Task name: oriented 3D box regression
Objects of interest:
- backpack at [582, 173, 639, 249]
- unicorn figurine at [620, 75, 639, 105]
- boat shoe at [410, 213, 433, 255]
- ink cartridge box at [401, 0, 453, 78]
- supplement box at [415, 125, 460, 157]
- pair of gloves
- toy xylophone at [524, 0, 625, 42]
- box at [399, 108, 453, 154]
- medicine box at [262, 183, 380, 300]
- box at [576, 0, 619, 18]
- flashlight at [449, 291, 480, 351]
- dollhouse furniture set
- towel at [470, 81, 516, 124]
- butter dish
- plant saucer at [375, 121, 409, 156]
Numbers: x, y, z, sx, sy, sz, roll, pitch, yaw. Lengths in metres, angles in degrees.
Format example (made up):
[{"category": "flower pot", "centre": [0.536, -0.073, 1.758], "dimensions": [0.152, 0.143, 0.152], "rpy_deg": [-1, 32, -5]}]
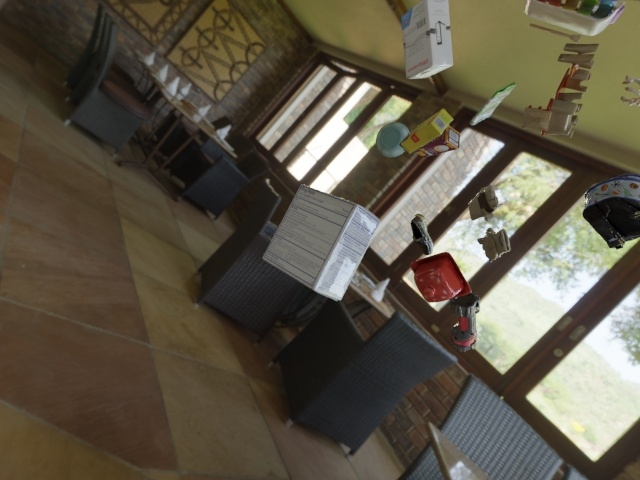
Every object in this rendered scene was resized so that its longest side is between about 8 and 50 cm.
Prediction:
[{"category": "backpack", "centre": [1.148, -0.129, 1.572], "dimensions": [0.263, 0.213, 0.276], "rpy_deg": [22, -29, -11]}, {"category": "unicorn figurine", "centre": [0.941, -0.450, 1.204], "dimensions": [0.111, 0.162, 0.060], "rpy_deg": [13, -6, 20]}, {"category": "boat shoe", "centre": [0.323, -0.012, 1.355], "dimensions": [0.056, 0.049, 0.152], "rpy_deg": [13, -48, 56]}, {"category": "ink cartridge box", "centre": [0.338, -0.639, 1.332], "dimensions": [0.148, 0.085, 0.203], "rpy_deg": [-167, -111, -68]}, {"category": "supplement box", "centre": [0.536, -0.457, 1.936], "dimensions": [0.104, 0.081, 0.188], "rpy_deg": [16, -15, -40]}, {"category": "pair of gloves", "centre": [0.562, -0.057, 1.381], "dimensions": [0.204, 0.042, 0.240], "rpy_deg": [89, -7, -74]}, {"category": "toy xylophone", "centre": [0.834, -0.784, 1.425], "dimensions": [0.322, 0.081, 0.236], "rpy_deg": [28, 12, 9]}, {"category": "box", "centre": [0.384, -0.397, 1.540], "dimensions": [0.058, 0.087, 0.232], "rpy_deg": [43, -15, -9]}, {"category": "medicine box", "centre": [0.000, 0.000, 1.334], "dimensions": [0.263, 0.289, 0.149], "rpy_deg": [26, -3, 42]}, {"category": "box", "centre": [1.160, -0.974, 1.754], "dimensions": [0.136, 0.037, 0.225], "rpy_deg": [5, -10, 18]}, {"category": "flashlight", "centre": [0.510, 0.290, 1.501], "dimensions": [0.103, 0.103, 0.304], "rpy_deg": [40, -17, 42]}, {"category": "dollhouse furniture set", "centre": [0.754, -0.451, 1.327], "dimensions": [0.135, 0.259, 0.262], "rpy_deg": [19, -35, 30]}, {"category": "towel", "centre": [0.574, -0.452, 1.387], "dimensions": [0.023, 0.113, 0.152], "rpy_deg": [51, -29, 11]}, {"category": "butter dish", "centre": [0.361, 0.137, 1.316], "dimensions": [0.118, 0.159, 0.160], "rpy_deg": [-37, 99, -45]}, {"category": "plant saucer", "centre": [0.384, -0.548, 2.248], "dimensions": [0.195, 0.195, 0.037], "rpy_deg": [45, 17, 22]}]
